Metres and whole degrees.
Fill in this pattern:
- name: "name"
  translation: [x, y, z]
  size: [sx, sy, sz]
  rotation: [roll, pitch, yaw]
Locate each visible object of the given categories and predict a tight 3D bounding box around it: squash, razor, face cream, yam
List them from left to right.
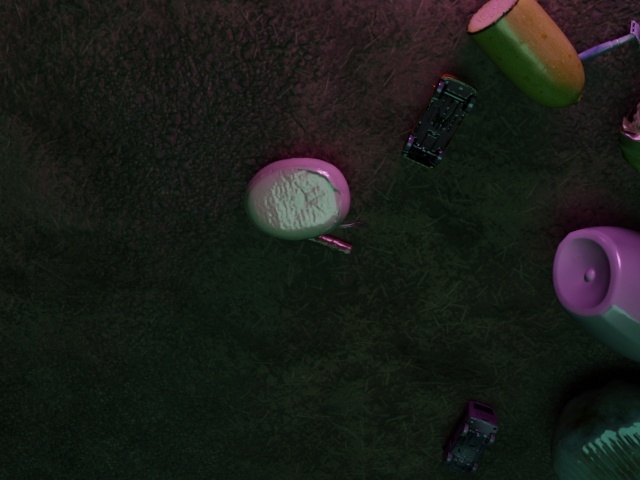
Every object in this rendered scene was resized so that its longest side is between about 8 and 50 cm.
- name: "yam"
  translation: [0.000, 0.000, 1.869]
  size: [0.145, 0.032, 0.032]
  rotation: [19, 121, -2]
- name: "squash"
  translation: [0.398, -0.344, 1.549]
  size: [0.132, 0.132, 0.247]
  rotation: [-36, 110, 25]
- name: "razor"
  translation: [0.537, -0.362, 1.567]
  size: [0.135, 0.068, 0.040]
  rotation: [-20, 113, 33]
- name: "face cream"
  translation: [0.655, 0.117, 1.674]
  size: [0.357, 0.312, 0.219]
  rotation: [20, 122, -26]

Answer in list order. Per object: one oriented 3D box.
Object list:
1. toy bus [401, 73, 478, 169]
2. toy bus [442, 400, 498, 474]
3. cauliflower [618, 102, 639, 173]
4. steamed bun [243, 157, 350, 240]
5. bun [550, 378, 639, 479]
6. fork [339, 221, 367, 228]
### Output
- name: "toy bus"
  translation: [0.237, -0.245, 1.656]
  size: [0.083, 0.088, 0.194]
  rotation: [24, 123, -6]
- name: "toy bus"
  translation: [0.372, 0.493, 2.067]
  size: [0.087, 0.098, 0.178]
  rotation: [20, 118, -5]
- name: "cauliflower"
  translation: [0.699, -0.183, 1.521]
  size: [0.315, 0.239, 0.256]
  rotation: [44, 132, 34]
- name: "steamed bun"
  translation: [-0.047, -0.093, 1.763]
  size: [0.228, 0.130, 0.177]
  rotation: [-9, 108, 15]
- name: "bun"
  translation: [0.718, 0.472, 1.931]
  size: [0.362, 0.211, 0.361]
  rotation: [3, 121, 5]
- name: "fork"
  translation: [0.050, -0.032, 1.856]
  size: [0.115, 0.012, 0.016]
  rotation: [-1, 116, 15]
